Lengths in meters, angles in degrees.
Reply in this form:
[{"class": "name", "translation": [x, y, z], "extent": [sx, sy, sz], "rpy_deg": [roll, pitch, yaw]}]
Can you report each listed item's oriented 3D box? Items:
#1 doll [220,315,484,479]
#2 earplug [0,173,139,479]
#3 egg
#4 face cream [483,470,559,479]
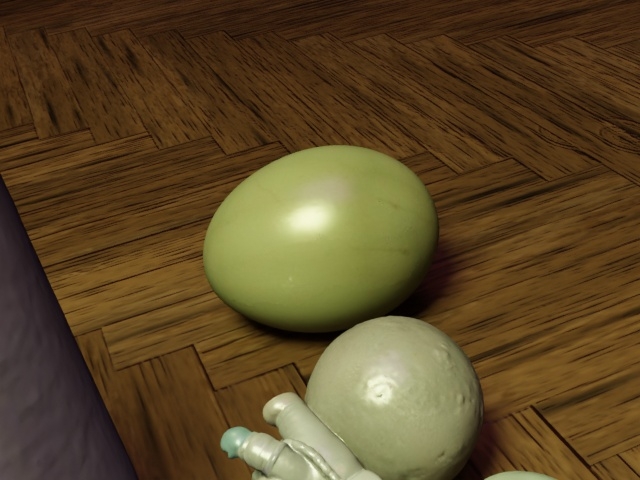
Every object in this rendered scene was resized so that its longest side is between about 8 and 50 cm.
[{"class": "doll", "translation": [0.005, 0.177, 0.656], "extent": [0.150, 0.151, 0.287], "rpy_deg": [19, 45, 37]}, {"class": "earplug", "translation": [-0.238, 0.100, 0.532], "extent": [0.215, 0.456, 0.215], "rpy_deg": [-8, 30, 5]}, {"class": "egg", "translation": [0.000, 0.000, 0.891], "extent": [0.241, 0.186, 0.186], "rpy_deg": [-12, 31, -3]}, {"class": "face cream", "translation": [0.111, 0.284, 0.511], "extent": [0.143, 0.089, 0.314], "rpy_deg": [3, 41, 16]}]
